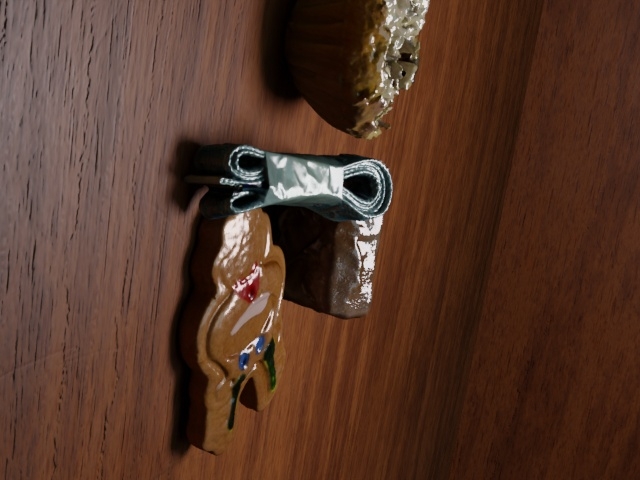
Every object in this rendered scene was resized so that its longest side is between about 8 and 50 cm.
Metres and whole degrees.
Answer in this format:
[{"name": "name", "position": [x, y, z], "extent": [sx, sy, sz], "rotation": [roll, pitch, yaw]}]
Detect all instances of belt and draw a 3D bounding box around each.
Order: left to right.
[{"name": "belt", "position": [-0.030, -0.063, 1.430], "extent": [0.302, 0.072, 0.087], "rotation": [0, 97, -48]}]

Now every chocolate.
[{"name": "chocolate", "position": [0.000, 0.000, 1.637], "extent": [0.093, 0.148, 0.214], "rotation": [1, 101, -42]}]

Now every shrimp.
[{"name": "shrimp", "position": [0.124, -0.305, 1.946], "extent": [0.262, 0.066, 0.117], "rotation": [-70, 155, -75]}]

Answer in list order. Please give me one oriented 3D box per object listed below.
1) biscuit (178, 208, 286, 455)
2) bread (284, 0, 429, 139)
[{"name": "biscuit", "position": [-0.101, 0.102, 1.504], "extent": [0.202, 0.047, 0.334], "rotation": [-40, 138, -49]}, {"name": "bread", "position": [0.048, -0.261, 1.576], "extent": [0.274, 0.149, 0.274], "rotation": [8, 90, -76]}]
